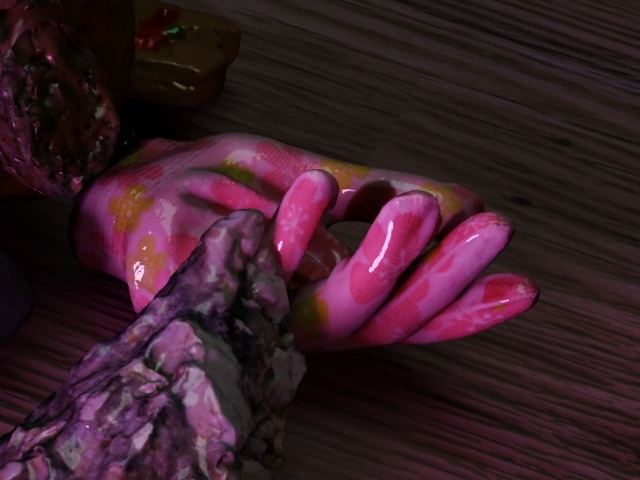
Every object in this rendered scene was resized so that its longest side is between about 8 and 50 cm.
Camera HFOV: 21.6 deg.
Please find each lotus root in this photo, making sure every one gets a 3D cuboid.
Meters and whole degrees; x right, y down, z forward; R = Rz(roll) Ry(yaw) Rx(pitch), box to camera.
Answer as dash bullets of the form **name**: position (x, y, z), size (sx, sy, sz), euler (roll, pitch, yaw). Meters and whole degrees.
- **lotus root**: position (-0.227, -0.137, 0.914), size (0.196, 0.179, 0.397), euler (-8, 32, -37)

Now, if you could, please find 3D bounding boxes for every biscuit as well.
- **biscuit**: position (-0.168, -0.128, 1.083), size (0.239, 0.041, 0.212), euler (-6, 25, -21)

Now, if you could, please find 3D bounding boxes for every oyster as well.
- **oyster**: position (-0.085, 0.112, 0.735), size (0.252, 0.087, 0.199), euler (-26, 48, -20)

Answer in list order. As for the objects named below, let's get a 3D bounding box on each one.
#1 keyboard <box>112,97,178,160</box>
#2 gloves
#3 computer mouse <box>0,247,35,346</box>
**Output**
- **keyboard**: position (-0.197, -0.060, 1.015), size (0.231, 0.023, 0.072), euler (-11, 42, -33)
- **gloves**: position (-0.004, 0.011, 0.888), size (0.241, 0.126, 0.145), euler (23, 7, 21)
- **computer mouse**: position (-0.278, 0.048, 0.729), size (0.188, 0.122, 0.371), euler (23, 23, 20)
